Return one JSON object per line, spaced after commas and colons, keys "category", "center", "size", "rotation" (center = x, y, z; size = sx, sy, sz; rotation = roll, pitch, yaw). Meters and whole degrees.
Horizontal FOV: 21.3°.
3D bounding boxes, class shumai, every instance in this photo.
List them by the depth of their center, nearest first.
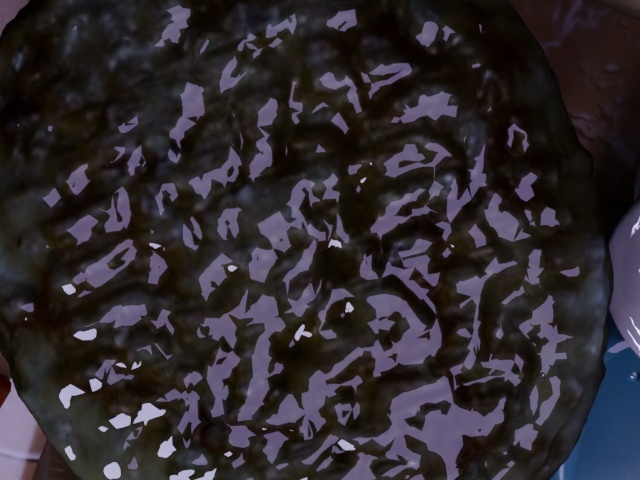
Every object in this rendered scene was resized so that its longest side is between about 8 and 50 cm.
{"category": "shumai", "center": [0.000, 0.000, 1.053], "size": [0.395, 0.348, 0.395], "rotation": [1, 93, 10]}

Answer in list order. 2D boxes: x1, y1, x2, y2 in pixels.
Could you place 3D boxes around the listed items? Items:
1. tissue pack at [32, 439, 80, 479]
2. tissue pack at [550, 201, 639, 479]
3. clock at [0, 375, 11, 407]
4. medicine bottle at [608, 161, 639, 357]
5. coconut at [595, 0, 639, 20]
{"category": "tissue pack", "center": [-0.174, 0.278, 1.230], "size": [0.125, 0.159, 0.234], "rotation": [16, 109, -10]}
{"category": "tissue pack", "center": [0.280, 0.076, 1.177], "size": [0.287, 0.206, 0.198], "rotation": [2, 120, -4]}
{"category": "clock", "center": [-0.317, 0.119, 1.212], "size": [0.155, 0.061, 0.113], "rotation": [30, 106, -12]}
{"category": "medicine bottle", "center": [0.284, -0.037, 1.014], "size": [0.170, 0.293, 0.170], "rotation": [16, 125, 25]}
{"category": "coconut", "center": [0.237, -0.275, 0.981], "size": [0.352, 0.352, 0.353], "rotation": [-2, 111, -4]}
